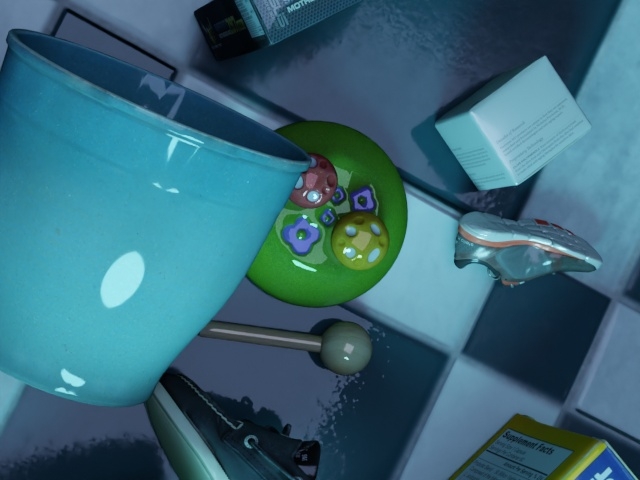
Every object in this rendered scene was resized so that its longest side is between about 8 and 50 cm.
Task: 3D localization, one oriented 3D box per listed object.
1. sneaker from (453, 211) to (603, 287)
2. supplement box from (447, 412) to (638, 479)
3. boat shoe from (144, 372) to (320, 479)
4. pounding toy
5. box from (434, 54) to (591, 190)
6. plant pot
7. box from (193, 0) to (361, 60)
[{"bbox_3d":[0.204,0.016,1.276,0.158,0.061,0.065,12,114,-12],"label":"sneaker"},{"bbox_3d":[0.156,0.358,1.182,0.356,0.194,0.195,-41,99,-10],"label":"supplement box"},{"bbox_3d":[-0.034,0.225,1.122,0.113,0.340,0.127,-30,141,-22],"label":"boat shoe"},{"bbox_3d":[0.000,0.000,1.192,0.183,0.110,0.237,15,86,-12],"label":"pounding toy"},{"bbox_3d":[0.186,-0.112,1.240,0.102,0.101,0.087,-37,97,-12],"label":"box"},{"bbox_3d":[-0.183,-0.010,1.086,0.272,0.271,0.255,23,100,-12],"label":"plant pot"},{"bbox_3d":[-0.003,-0.229,1.129,0.183,0.233,0.059,-28,102,-12],"label":"box"}]
